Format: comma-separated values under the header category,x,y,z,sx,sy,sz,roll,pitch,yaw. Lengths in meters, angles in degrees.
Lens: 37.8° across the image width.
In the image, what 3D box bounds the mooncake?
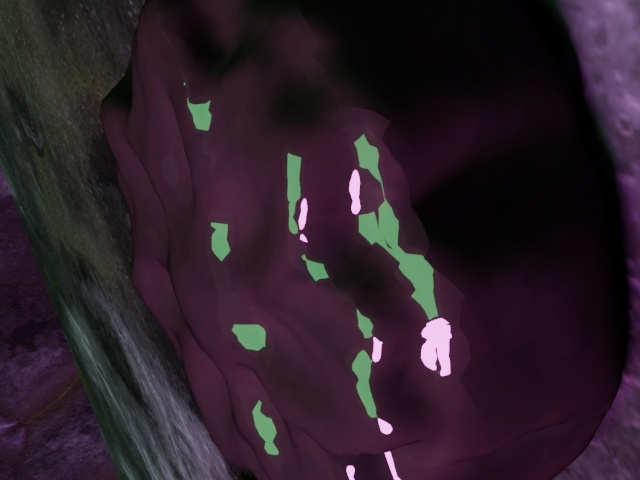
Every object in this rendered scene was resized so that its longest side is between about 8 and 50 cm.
category,x,y,z,sx,sy,sz,roll,pitch,yaw
mooncake,0.000,0.000,0.429,0.283,0.141,0.283,45,149,38

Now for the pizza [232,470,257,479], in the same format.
category,x,y,z,sx,sy,sz,roll,pitch,yaw
pizza,-0.032,0.331,0.864,0.409,0.114,0.277,33,146,58
